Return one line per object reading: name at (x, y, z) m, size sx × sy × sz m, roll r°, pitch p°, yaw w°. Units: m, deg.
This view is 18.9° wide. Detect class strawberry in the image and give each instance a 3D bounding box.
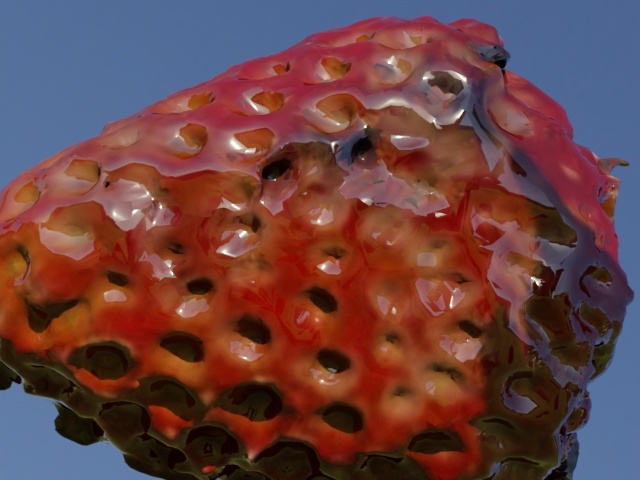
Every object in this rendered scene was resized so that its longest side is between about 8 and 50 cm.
strawberry at (0.010, -0.011, 0.836) m, size 0.280 × 0.253 × 0.150 m, roll 25°, pitch -34°, yaw -7°
